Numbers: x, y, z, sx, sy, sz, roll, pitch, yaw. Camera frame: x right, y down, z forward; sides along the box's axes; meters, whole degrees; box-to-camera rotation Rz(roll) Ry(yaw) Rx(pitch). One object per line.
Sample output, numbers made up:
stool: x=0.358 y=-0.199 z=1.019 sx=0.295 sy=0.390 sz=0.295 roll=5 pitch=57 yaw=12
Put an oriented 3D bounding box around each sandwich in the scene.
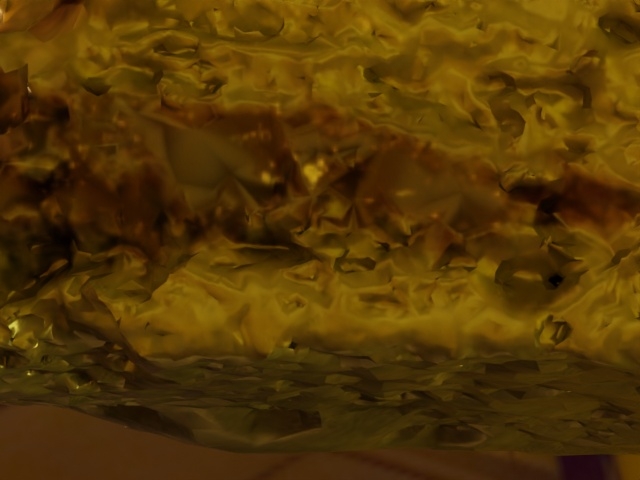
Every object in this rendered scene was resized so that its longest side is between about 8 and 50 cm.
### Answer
sandwich: x=0.000 y=0.000 z=0.614 sx=0.325 sy=0.131 sz=0.262 roll=3 pitch=170 yaw=9
